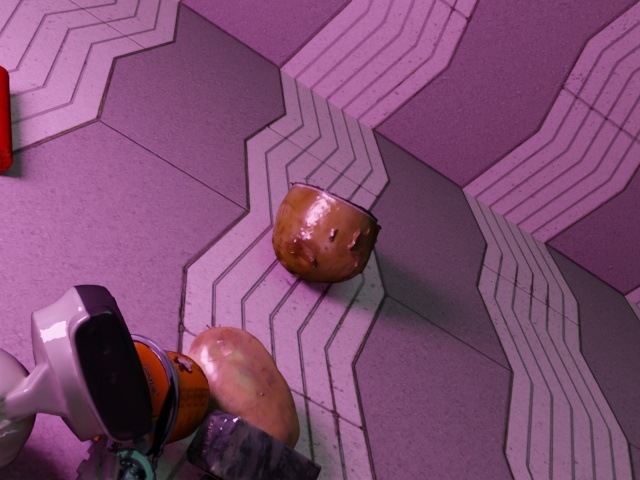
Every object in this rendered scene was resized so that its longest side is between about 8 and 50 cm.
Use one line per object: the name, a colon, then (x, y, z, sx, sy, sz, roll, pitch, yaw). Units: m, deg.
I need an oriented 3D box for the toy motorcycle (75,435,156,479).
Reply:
toy motorcycle: (-0.318, 0.324, 0.889, 0.204, 0.108, 0.239, 32, 28, -11)

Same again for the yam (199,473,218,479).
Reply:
yam: (-0.120, 0.395, 1.056, 0.141, 0.079, 0.079, 34, 27, -6)

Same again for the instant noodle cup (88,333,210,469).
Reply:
instant noodle cup: (-0.240, 0.226, 1.089, 0.125, 0.177, 0.208, 16, 64, -60)

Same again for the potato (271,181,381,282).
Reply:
potato: (0.000, 0.000, 1.708, 0.246, 0.196, 0.299, 28, -2, 9)

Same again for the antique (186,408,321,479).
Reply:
antique: (-0.101, 0.322, 1.101, 0.183, 0.088, 0.086, 39, 67, -27)

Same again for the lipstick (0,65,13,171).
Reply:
lipstick: (-0.625, -0.238, 1.437, 0.073, 0.073, 0.280, 16, 34, -36)

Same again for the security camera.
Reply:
security camera: (-0.364, 0.184, 0.915, 0.277, 0.197, 0.191, -22, 16, -22)

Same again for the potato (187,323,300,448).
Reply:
potato: (-0.125, 0.247, 1.237, 0.234, 0.128, 0.161, 40, 43, -6)
